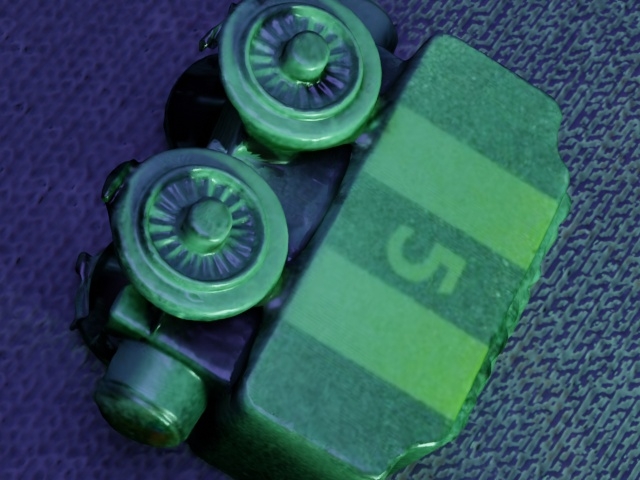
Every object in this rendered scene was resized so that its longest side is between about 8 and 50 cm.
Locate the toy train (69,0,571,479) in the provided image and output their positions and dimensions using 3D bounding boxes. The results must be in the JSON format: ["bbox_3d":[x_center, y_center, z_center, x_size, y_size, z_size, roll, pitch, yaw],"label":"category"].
[{"bbox_3d":[0.000,0.000,0.998,0.238,0.167,0.299,30,67,-6],"label":"toy train"}]
